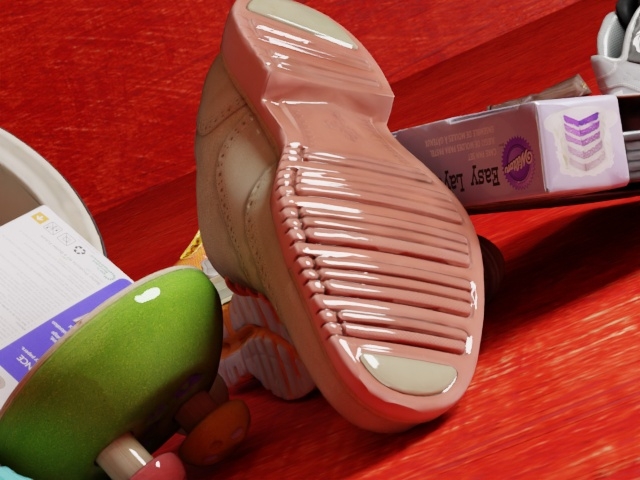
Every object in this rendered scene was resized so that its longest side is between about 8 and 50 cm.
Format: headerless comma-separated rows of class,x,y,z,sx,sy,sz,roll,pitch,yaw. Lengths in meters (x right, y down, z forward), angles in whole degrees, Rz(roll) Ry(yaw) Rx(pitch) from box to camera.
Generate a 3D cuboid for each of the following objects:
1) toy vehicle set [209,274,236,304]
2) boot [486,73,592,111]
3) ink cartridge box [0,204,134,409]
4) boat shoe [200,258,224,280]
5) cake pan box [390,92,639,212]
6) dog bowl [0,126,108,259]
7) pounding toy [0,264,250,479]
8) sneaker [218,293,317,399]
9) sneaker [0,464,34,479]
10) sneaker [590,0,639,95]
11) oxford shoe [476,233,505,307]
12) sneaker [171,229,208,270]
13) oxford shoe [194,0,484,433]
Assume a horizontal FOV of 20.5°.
toy vehicle set,-0.087,0.059,1.656,0.267,0.035,0.166,-26,8,-5
boot,0.255,-0.159,2.056,0.114,0.037,0.106,-17,12,20
ink cartridge box,-0.227,0.078,1.419,0.208,0.206,0.045,-31,-25,-48
boat shoe,-0.098,0.040,1.805,0.046,0.038,0.125,-6,9,-2
cake pan box,0.178,-0.060,1.256,0.246,0.070,0.267,-8,-1,-32
dog bowl,-0.395,0.047,1.519,0.408,0.408,0.150,-34,-24,-47
pounding toy,-0.109,0.128,1.153,0.183,0.110,0.237,-39,-17,-18
sneaker,-0.022,0.063,1.296,0.083,0.084,0.215,-18,6,-21
sneaker,-0.212,0.170,1.059,0.107,0.110,0.275,-31,11,-39
sneaker,0.334,-0.184,1.618,0.229,0.132,0.086,-30,10,-32
oxford shoe,0.075,0.016,1.298,0.096,0.082,0.227,-24,8,-27
sneaker,-0.126,0.012,1.970,0.064,0.067,0.175,-15,14,43
oxford shoe,0.000,0.000,1.169,0.146,0.140,0.397,-60,28,31
